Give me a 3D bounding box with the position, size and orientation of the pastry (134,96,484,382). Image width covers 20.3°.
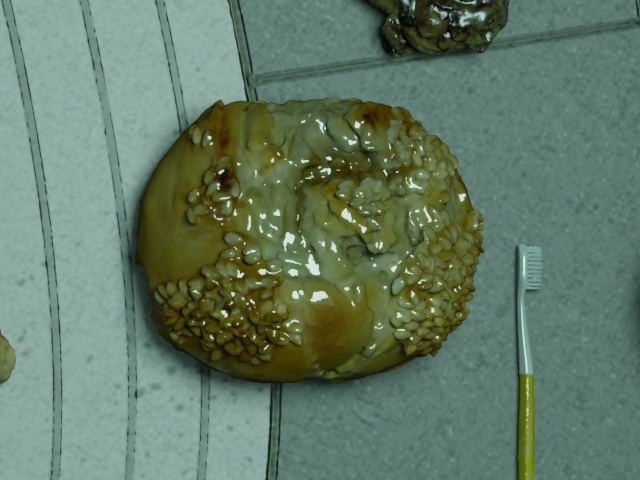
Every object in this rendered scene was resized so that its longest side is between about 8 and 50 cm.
[{"bbox_3d":[0.000,0.000,1.539,0.311,0.162,0.255,-5,91,-16],"label":"pastry"}]

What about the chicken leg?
[{"bbox_3d":[0.075,-0.229,1.620,0.196,0.080,0.125,6,76,-9],"label":"chicken leg"}]

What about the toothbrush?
[{"bbox_3d":[0.194,0.147,1.661,0.024,0.021,0.288,1,88,-7],"label":"toothbrush"}]

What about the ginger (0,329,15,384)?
[{"bbox_3d":[-0.366,0.130,1.445,0.190,0.126,0.354,28,83,-24],"label":"ginger"}]
